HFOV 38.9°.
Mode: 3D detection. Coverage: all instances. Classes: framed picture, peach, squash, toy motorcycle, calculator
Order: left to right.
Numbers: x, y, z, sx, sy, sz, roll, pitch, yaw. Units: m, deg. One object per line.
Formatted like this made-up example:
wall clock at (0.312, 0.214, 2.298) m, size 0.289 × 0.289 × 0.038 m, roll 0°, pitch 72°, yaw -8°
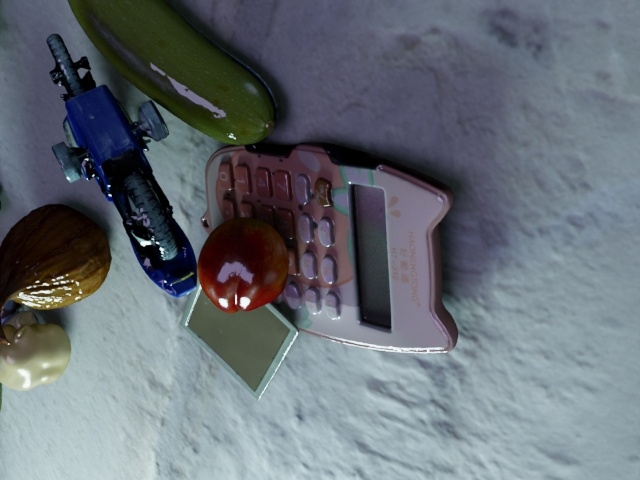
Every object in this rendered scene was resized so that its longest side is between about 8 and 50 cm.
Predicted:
toy motorcycle at (-0.218, -0.082, 0.984) m, size 0.315 × 0.113 × 0.169 m, roll 57°, pitch 166°, yaw 26°
squash at (-0.183, -0.210, 0.955) m, size 0.341 × 0.094 × 0.094 m, roll 41°, pitch 128°, yaw 9°
framed picture at (-0.098, 0.099, 1.060) m, size 0.142 × 0.011 × 0.183 m, roll 42°, pitch 143°, yaw 11°
peach at (-0.081, 0.023, 0.937) m, size 0.100 × 0.101 × 0.101 m, roll 15°, pitch 119°, yaw 29°
calculator at (0.000, 0.000, 0.954) m, size 0.329 × 0.048 × 0.220 m, roll 11°, pitch 118°, yaw 33°

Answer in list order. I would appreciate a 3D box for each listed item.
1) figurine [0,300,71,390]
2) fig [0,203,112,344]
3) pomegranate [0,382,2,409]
figurine at (-0.431, 0.122, 1.285) m, size 0.114 × 0.108 × 0.196 m, roll -51°, pitch 61°, yaw 28°
fig at (-0.364, 0.048, 1.129) m, size 0.134 × 0.201 × 0.146 m, roll 47°, pitch 136°, yaw -5°
pomegranate at (-0.568, 0.243, 1.396) m, size 0.179 × 0.210 × 0.179 m, roll -1°, pitch 84°, yaw 9°
